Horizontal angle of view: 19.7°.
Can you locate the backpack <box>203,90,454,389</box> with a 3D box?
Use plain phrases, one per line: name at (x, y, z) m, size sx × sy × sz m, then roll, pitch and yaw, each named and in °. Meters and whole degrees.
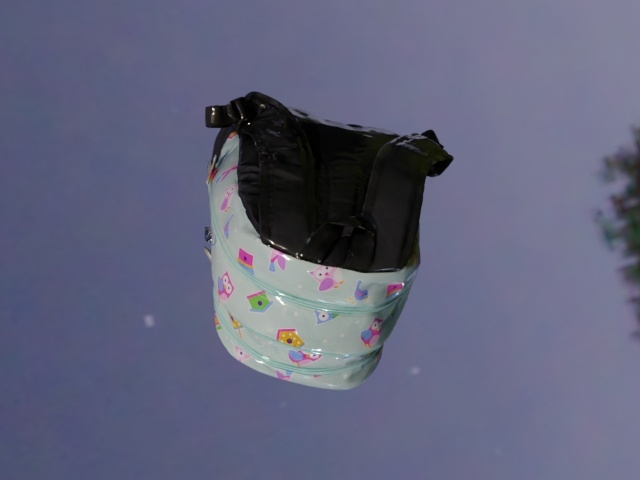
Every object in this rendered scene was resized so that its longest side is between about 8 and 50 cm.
backpack at (0.000, 0.000, 1.084) m, size 0.182 × 0.152 × 0.115 m, roll -92°, pitch 10°, yaw -60°
